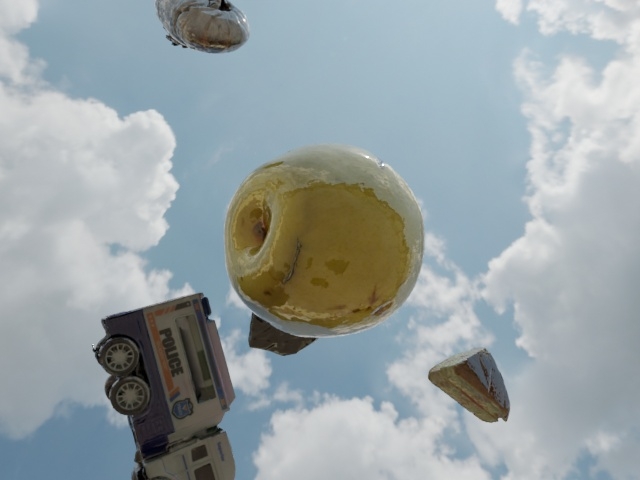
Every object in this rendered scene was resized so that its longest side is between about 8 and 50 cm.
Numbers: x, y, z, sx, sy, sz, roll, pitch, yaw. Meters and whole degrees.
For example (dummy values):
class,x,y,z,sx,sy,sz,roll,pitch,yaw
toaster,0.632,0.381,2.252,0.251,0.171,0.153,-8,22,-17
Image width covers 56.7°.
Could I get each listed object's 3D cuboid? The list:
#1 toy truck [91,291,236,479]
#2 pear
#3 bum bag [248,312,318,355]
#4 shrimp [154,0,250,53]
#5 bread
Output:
class,x,y,z,sx,sy,sz,roll,pitch,yaw
toy truck,-0.191,0.212,0.774,0.155,0.124,0.268,-16,-90,-23
pear,0.000,0.000,0.885,0.309,0.309,0.310,-1,-75,-4
bum bag,-0.081,0.063,1.147,0.143,0.095,0.341,-8,-78,-20
shrimp,-0.232,-0.427,1.067,0.145,0.343,0.116,-26,-39,-20
bread,0.157,0.139,0.610,0.043,0.062,0.109,-22,-54,40
